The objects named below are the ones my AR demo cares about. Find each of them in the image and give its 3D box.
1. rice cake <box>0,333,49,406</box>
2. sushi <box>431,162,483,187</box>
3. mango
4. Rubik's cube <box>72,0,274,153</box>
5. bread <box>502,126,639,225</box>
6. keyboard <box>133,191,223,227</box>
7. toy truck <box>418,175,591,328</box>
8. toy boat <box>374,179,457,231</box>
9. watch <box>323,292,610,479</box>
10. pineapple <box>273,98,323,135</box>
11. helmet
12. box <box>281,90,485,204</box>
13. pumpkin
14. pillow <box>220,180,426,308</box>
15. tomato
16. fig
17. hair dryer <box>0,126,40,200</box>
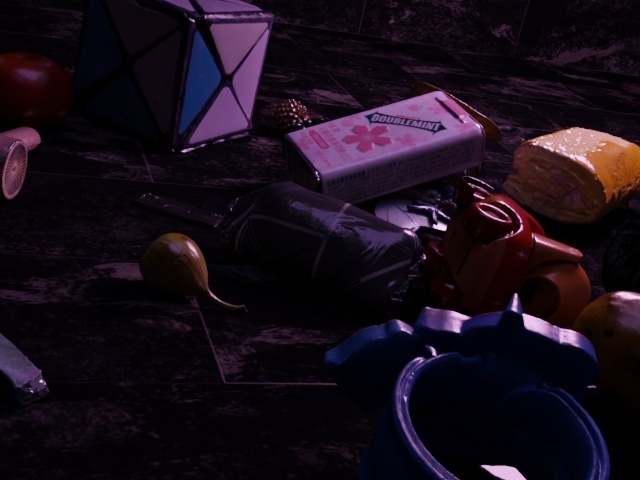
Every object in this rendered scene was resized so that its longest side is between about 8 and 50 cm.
[{"bbox_3d":[-0.397,0.129,1.125,0.211,0.034,0.043,30,37,34],"label":"rice cake"},{"bbox_3d":[0.244,-0.183,2.061,0.225,0.136,0.126,27,29,14],"label":"sushi"},{"bbox_3d":[0.506,0.190,1.319,0.329,0.175,0.176,35,49,5],"label":"mango"},{"bbox_3d":[-0.317,-0.385,2.029,0.307,0.305,0.310,25,23,21],"label":"Rubik's cube"},{"bbox_3d":[0.587,-0.145,2.110,0.237,0.165,0.375,27,25,24],"label":"bread"},{"bbox_3d":[-0.248,-0.053,1.655,0.155,0.010,0.053,18,24,11],"label":"keyboard"},{"bbox_3d":[0.305,0.037,1.532,0.239,0.189,0.265,19,21,-11],"label":"toy truck"},{"bbox_3d":[0.202,-0.043,1.807,0.210,0.070,0.291,9,26,3],"label":"toy boat"},{"bbox_3d":[0.141,0.210,1.009,0.305,0.241,0.274,15,36,0],"label":"watch"},{"bbox_3d":[-0.050,-0.264,2.141,0.083,0.103,0.221,-29,35,-8],"label":"pineapple"},{"bbox_3d":[0.287,-0.260,2.256,0.257,0.140,0.205,34,-3,17],"label":"helmet"},{"bbox_3d":[0.118,-0.175,1.861,0.370,0.112,0.190,-18,39,-16],"label":"box"},{"bbox_3d":[0.616,0.070,1.609,0.248,0.248,0.248,11,23,-5],"label":"pumpkin"},{"bbox_3d":[0.000,0.000,1.521,0.335,0.092,0.161,23,60,18],"label":"pillow"},{"bbox_3d":[-0.593,-0.301,1.884,0.195,0.136,0.195,11,24,-5],"label":"tomato"},{"bbox_3d":[-0.182,0.046,1.363,0.166,0.093,0.093,23,25,19],"label":"fig"},{"bbox_3d":[-0.578,-0.161,1.656,0.189,0.106,0.344,12,14,2],"label":"hair dryer"}]
